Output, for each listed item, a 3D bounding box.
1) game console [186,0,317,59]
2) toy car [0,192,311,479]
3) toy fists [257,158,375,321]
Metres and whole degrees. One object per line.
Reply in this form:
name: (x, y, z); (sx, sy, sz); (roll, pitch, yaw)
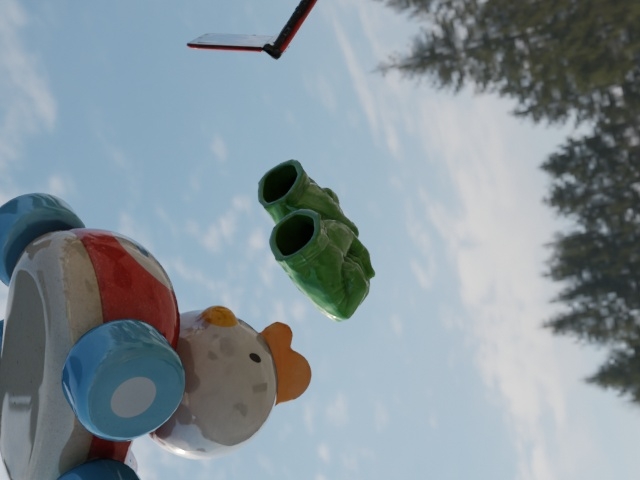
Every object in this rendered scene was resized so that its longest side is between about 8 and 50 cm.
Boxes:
game console: (-0.059, -0.230, 1.095); (0.085, 0.124, 0.144); (33, -166, -7)
toy car: (-0.108, 0.089, 0.797); (0.238, 0.219, 0.210); (-2, -61, -33)
toy fists: (0.000, 0.000, 1.440); (0.142, 0.096, 0.279); (54, -172, -29)
